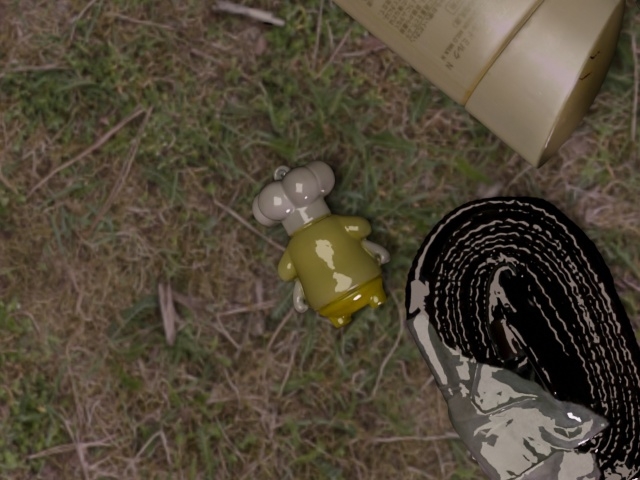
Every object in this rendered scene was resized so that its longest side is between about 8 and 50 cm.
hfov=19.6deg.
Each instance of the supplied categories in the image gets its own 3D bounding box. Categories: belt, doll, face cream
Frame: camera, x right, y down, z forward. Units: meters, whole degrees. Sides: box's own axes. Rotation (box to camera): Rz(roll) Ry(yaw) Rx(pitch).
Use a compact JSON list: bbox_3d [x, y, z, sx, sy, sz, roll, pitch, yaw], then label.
[{"bbox_3d":[0.189,0.099,1.649,0.184,0.164,0.289,-27,86,9],"label":"belt"},{"bbox_3d":[0.000,0.000,1.752,0.106,0.062,0.162,-30,86,13],"label":"doll"},{"bbox_3d":[0.120,-0.239,1.684,0.348,0.081,0.173,40,104,10],"label":"face cream"}]

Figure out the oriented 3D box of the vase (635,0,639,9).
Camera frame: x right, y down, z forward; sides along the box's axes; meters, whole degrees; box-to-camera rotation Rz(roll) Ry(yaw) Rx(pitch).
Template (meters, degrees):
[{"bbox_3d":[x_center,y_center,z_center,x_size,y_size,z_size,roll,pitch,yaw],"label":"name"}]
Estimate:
[{"bbox_3d":[0.333,-0.220,1.637,0.100,0.053,0.053,-35,84,13],"label":"vase"}]
